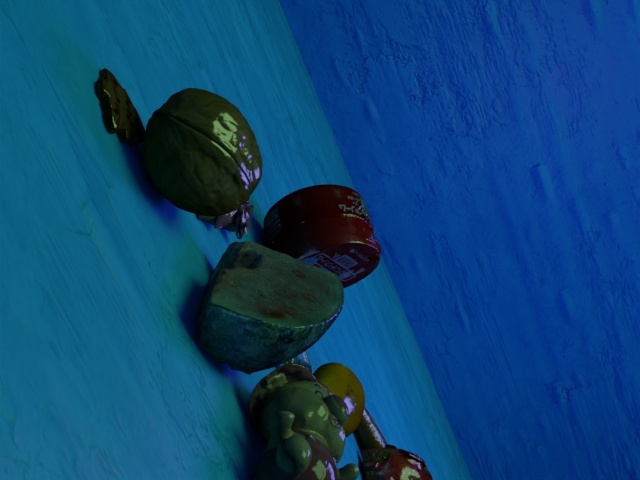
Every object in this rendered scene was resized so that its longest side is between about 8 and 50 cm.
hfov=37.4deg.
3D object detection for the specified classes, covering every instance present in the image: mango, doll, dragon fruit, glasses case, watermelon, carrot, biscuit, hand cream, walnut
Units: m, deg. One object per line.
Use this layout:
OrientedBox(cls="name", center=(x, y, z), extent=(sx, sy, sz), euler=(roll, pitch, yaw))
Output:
OrientedBox(cls="mango", center=(0.024, 0.307, 1.786), extent=(0.217, 0.102, 0.141), euler=(1, 97, -70))
OrientedBox(cls="doll", center=(-0.027, 0.300, 1.431), extent=(0.256, 0.152, 0.196), euler=(-100, 180, -62))
OrientedBox(cls="dragon fruit", center=(0.191, 0.600, 2.093), extent=(0.211, 0.134, 0.262), euler=(-83, 153, -55))
OrientedBox(cls="glasses case", center=(-0.156, -0.059, 1.629), extent=(0.193, 0.070, 0.102), euler=(27, 46, -75))
OrientedBox(cls="watermelon", center=(-0.107, 0.106, 1.456), extent=(0.226, 0.148, 0.318), euler=(43, 26, 22))
OrientedBox(cls="carrot", center=(0.092, 0.410, 2.147), extent=(0.061, 0.061, 0.209), euler=(-84, 149, -68))
OrientedBox(cls="biscuit", center=(-0.279, -0.182, 1.344), extent=(0.130, 0.019, 0.119), euler=(57, 17, -56))
OrientedBox(cls="hand cream", center=(0.000, 0.000, 1.929), extent=(0.230, 0.230, 0.149), euler=(53, 17, -60))
OrientedBox(cls="walnut", center=(-0.174, -0.126, 1.384), extent=(0.207, 0.167, 0.167), euler=(57, 17, -54))

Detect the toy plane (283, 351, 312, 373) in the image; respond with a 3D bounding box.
OrientedBox(cls="toy plane", center=(-0.059, 0.160, 1.777), extent=(0.226, 0.058, 0.226), euler=(59, 12, -45))
